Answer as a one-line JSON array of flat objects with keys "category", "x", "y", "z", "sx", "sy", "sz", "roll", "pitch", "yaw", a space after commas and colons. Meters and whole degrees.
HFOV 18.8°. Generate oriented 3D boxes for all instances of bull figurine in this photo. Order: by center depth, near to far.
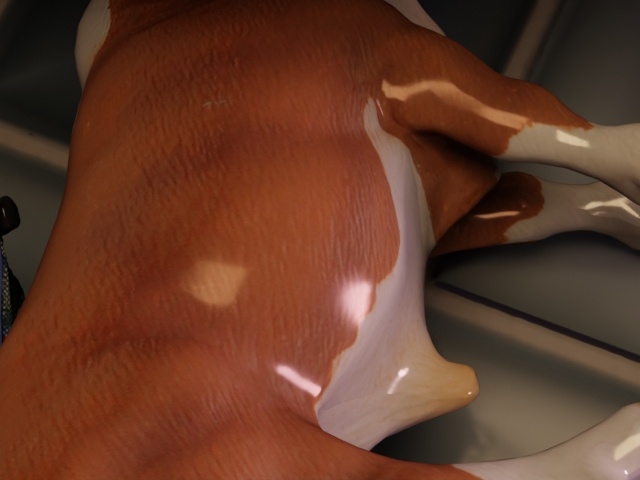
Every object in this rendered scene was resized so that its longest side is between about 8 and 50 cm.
[{"category": "bull figurine", "x": 0.000, "y": 0.000, "z": 0.508, "sx": 0.188, "sy": 0.101, "sz": 0.310, "roll": 10, "pitch": 53, "yaw": 7}]

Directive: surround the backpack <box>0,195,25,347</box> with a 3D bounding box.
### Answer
[{"category": "backpack", "x": -0.124, "y": 0.058, "z": 0.524, "sx": 0.105, "sy": 0.084, "sz": 0.114, "roll": -9, "pitch": 61, "yaw": 0}]
